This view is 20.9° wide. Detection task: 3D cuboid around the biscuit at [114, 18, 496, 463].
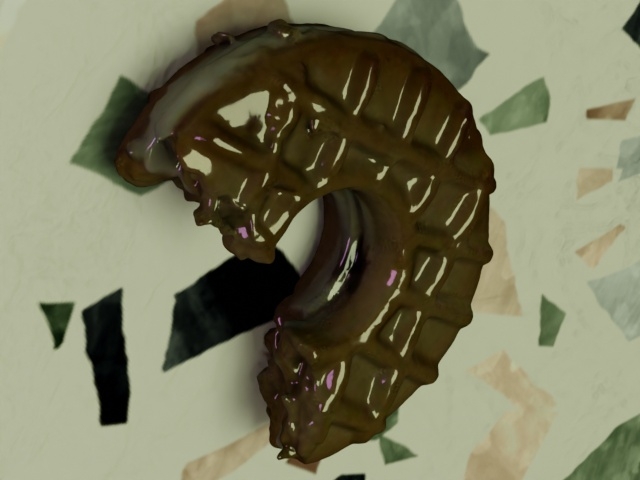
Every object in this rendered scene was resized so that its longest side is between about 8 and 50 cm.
[{"bbox_3d":[0.010,-0.017,1.336,0.268,0.115,0.366,-38,131,-22],"label":"biscuit"}]
